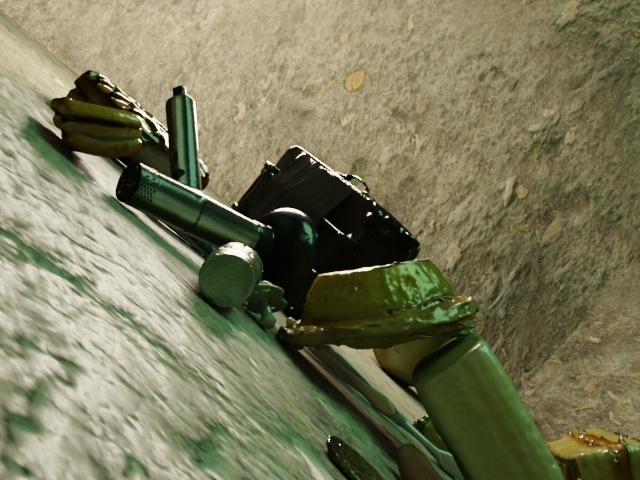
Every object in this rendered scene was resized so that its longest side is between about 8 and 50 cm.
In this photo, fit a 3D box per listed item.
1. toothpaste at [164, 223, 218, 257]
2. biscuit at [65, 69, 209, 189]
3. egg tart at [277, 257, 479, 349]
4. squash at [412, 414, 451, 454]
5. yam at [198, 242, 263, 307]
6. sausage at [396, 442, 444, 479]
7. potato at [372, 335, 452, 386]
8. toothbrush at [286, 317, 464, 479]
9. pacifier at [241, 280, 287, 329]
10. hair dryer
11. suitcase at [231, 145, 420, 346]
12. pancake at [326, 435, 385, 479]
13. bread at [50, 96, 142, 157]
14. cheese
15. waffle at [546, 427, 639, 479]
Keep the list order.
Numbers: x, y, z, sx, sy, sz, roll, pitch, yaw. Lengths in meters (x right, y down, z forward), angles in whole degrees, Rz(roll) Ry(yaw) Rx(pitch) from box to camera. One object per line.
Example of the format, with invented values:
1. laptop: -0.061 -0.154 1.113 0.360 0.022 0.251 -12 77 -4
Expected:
1. toothpaste: -0.206 -0.015 1.457 0.197 0.035 0.057 43 17 -37
2. biscuit: -0.352 -0.197 1.808 0.332 0.103 0.332 41 0 0
3. egg tart: 0.078 0.093 1.322 0.288 0.288 0.118 15 65 -88
4. squash: 0.205 0.320 1.563 0.132 0.105 0.105 25 -9 36
5. yam: -0.113 0.042 1.188 0.078 0.078 0.179 42 0 -4
6. sausage: 0.125 0.280 1.019 0.043 0.043 0.186 41 2 -21
7. potato: 0.254 0.268 2.304 0.351 0.202 0.218 50 7 -35
8. toothbrush: 0.088 0.248 1.460 0.375 0.028 0.037 42 -5 -2
9. pacifier: -0.081 0.094 1.296 0.083 0.068 0.064 81 0 -58
10. hair dryer: -0.145 -0.098 1.430 0.156 0.284 0.320 -17 -41 39
11. suitcase: 0.000 0.000 1.800 0.194 0.283 0.434 37 3 -38
12. pancake: 0.046 0.230 0.908 0.115 0.011 0.115 42 1 -1
13. bread: -0.326 -0.165 1.347 0.116 0.077 0.200 3 9 -21
14. cheese: 0.231 0.268 1.258 0.265 0.124 0.242 60 0 3
15. waffle: 0.412 0.395 1.307 0.376 0.114 0.261 55 23 -78
